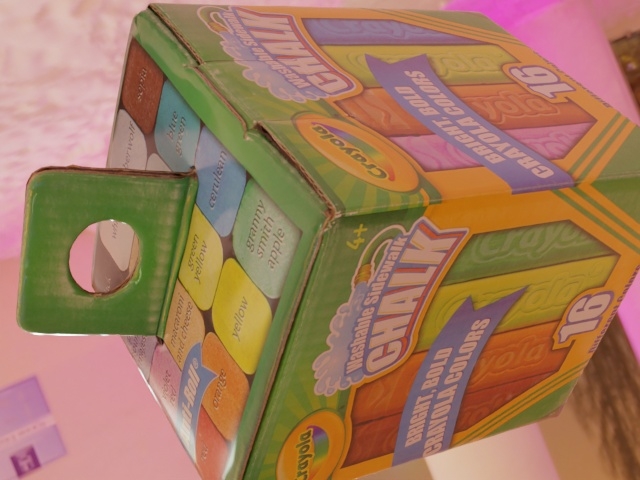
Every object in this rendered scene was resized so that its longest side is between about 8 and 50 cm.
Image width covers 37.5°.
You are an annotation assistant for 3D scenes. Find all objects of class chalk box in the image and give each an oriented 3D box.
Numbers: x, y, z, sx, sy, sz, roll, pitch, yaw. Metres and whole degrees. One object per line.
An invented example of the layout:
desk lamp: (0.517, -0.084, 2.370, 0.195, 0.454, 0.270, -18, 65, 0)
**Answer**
chalk box: (0.000, 0.000, 0.473, 0.289, 0.179, 0.180, -10, 132, -34)
